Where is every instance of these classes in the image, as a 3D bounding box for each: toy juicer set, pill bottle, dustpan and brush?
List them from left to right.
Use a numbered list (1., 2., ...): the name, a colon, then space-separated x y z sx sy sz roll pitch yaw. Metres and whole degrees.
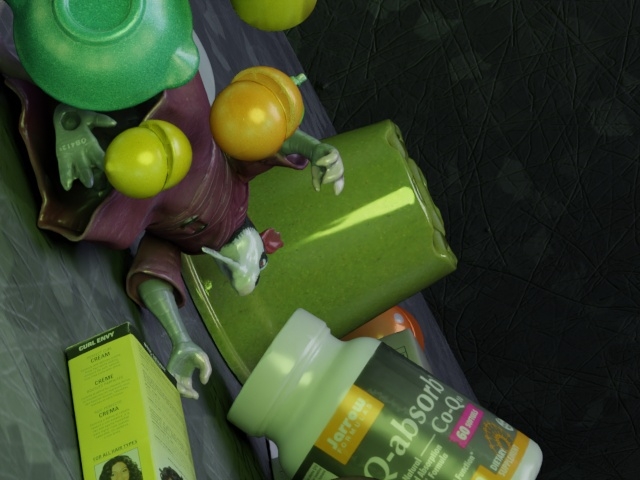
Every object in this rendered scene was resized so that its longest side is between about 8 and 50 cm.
1. toy juicer set: -0.164 -0.127 1.299 0.089 0.329 0.209 104 -15 -75
2. dustpan and brush: -0.161 -0.188 2.149 0.211 0.060 0.147 41 36 -58
3. pill bottle: 0.060 0.194 1.691 0.278 0.162 0.162 33 7 3

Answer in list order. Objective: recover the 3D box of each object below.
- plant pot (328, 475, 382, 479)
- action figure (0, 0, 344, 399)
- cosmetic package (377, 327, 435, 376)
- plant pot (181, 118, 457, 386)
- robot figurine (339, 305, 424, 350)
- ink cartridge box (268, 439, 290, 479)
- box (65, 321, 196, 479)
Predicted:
1. plant pot: 0.057 0.319 1.502 0.263 0.263 0.229 62 -10 -26
2. action figure: -0.145 -0.049 1.515 0.276 0.248 0.370 40 -4 27
3. cosmetic package: 0.092 0.269 2.102 0.296 0.153 0.129 -104 169 -46
4. plant pot: 0.000 0.000 1.893 0.276 0.254 0.276 -23 90 -83
5. robot figurine: 0.078 0.148 2.450 0.128 0.158 0.219 32 1 12
6. ink cartridge box: 0.003 0.279 1.785 0.181 0.062 0.104 -104 168 -53
7. box: -0.127 0.173 1.245 0.087 0.058 0.232 58 10 -46
